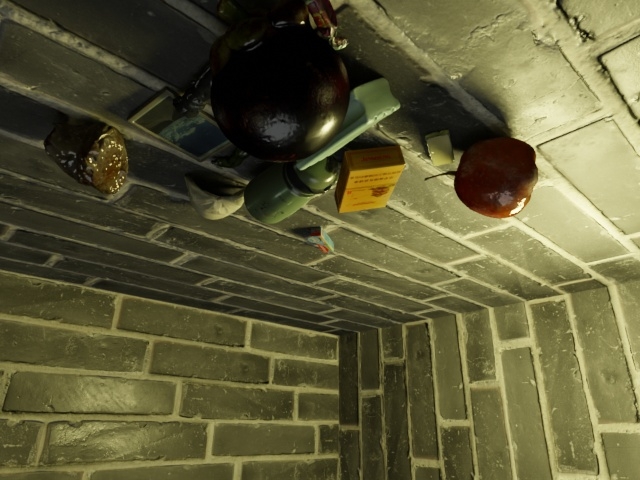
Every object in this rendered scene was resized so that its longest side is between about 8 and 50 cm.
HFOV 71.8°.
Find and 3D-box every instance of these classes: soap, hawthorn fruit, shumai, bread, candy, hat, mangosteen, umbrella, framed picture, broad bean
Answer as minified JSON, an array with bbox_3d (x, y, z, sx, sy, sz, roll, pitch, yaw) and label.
[{"bbox_3d":[0.050,-0.289,1.111,0.265,0.087,0.160,-25,-171,47],"label":"soap"},{"bbox_3d":[0.496,-0.182,1.260,0.263,0.231,0.235,6,132,-19],"label":"hawthorn fruit"},{"bbox_3d":[-0.658,-0.258,1.255,0.185,0.184,0.218,36,169,4],"label":"shumai"},{"bbox_3d":[0.356,-0.271,1.309,0.068,0.028,0.154,-9,155,21],"label":"bread"},{"bbox_3d":[0.005,-0.452,0.875,0.045,0.043,0.175,-8,152,24],"label":"candy"},{"bbox_3d":[-0.381,-0.121,1.555,0.220,0.164,0.226,10,134,-18],"label":"hat"},{"bbox_3d":[-0.075,-0.321,0.906,0.297,0.297,0.313,9,118,-18],"label":"mangosteen"},{"bbox_3d":[-0.266,-0.369,1.056,0.236,0.059,0.066,-24,161,37],"label":"umbrella"},{"bbox_3d":[-0.376,-0.316,1.238,0.189,0.023,0.260,-19,150,33],"label":"framed picture"},{"bbox_3d":[-0.253,-0.256,1.342,0.195,0.046,0.061,-16,155,38],"label":"broad bean"}]

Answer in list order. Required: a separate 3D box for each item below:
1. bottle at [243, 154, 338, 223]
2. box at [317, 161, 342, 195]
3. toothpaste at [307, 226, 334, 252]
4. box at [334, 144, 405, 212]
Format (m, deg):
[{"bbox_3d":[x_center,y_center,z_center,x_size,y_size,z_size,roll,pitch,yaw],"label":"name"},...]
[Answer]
[{"bbox_3d":[-0.089,-0.175,1.365,0.168,0.168,0.347,17,154,-34],"label":"bottle"},{"bbox_3d":[0.000,-0.209,1.467,0.109,0.029,0.198,13,155,-28],"label":"box"},{"bbox_3d":[0.000,0.000,1.945,0.070,0.044,0.193,-5,156,17],"label":"toothpaste"},{"bbox_3d":[0.147,-0.189,1.411,0.174,0.076,0.274,-7,158,-8],"label":"box"}]
